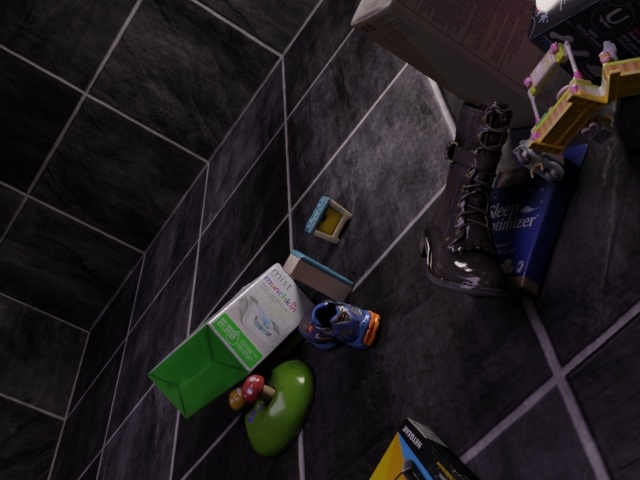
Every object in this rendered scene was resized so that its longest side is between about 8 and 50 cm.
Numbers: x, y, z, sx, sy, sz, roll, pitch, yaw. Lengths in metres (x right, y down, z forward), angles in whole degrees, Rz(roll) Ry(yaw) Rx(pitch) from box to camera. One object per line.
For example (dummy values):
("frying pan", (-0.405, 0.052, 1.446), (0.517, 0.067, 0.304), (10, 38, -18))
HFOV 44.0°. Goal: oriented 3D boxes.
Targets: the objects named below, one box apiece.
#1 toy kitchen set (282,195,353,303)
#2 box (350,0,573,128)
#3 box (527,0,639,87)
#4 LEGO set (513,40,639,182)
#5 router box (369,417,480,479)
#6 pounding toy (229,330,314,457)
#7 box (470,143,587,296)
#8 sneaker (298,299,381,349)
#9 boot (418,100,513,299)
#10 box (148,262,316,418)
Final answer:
("toy kitchen set", (0.000, 0.000, 1.520), (0.166, 0.122, 0.207), (-61, 22, 0))
("box", (0.218, -0.299, 1.142), (0.148, 0.311, 0.121), (-64, 22, -10))
("box", (0.386, -0.332, 1.012), (0.142, 0.163, 0.247), (-23, 43, 52))
("LEGO set", (0.338, -0.190, 0.928), (0.287, 0.132, 0.107), (-34, 44, 36))
("router box", (0.123, 0.316, 0.965), (0.133, 0.046, 0.179), (-61, 22, 2))
("pounding toy", (-0.107, 0.269, 1.447), (0.183, 0.110, 0.237), (-50, 25, 26))
("box", (0.272, -0.031, 1.074), (0.136, 0.036, 0.225), (-10, 53, 63))
("sneaker", (0.017, 0.136, 1.364), (0.221, 0.087, 0.083), (-17, 48, 60))
("boot", (0.196, -0.063, 1.011), (0.263, 0.091, 0.229), (-115, 35, -68))
("box", (-0.175, 0.194, 1.550), (0.262, 0.127, 0.231), (-40, 1, 43))
